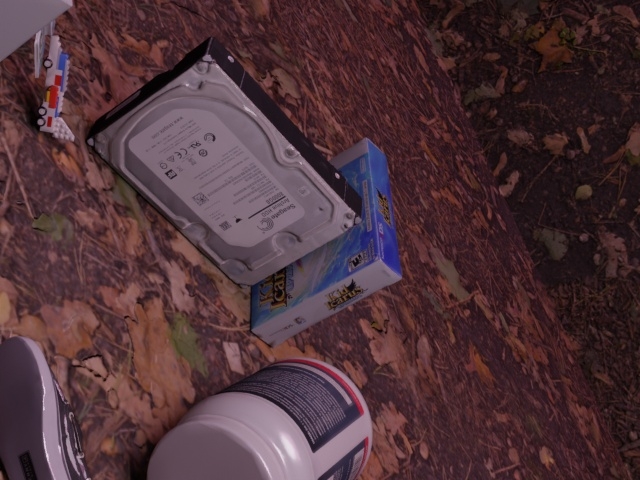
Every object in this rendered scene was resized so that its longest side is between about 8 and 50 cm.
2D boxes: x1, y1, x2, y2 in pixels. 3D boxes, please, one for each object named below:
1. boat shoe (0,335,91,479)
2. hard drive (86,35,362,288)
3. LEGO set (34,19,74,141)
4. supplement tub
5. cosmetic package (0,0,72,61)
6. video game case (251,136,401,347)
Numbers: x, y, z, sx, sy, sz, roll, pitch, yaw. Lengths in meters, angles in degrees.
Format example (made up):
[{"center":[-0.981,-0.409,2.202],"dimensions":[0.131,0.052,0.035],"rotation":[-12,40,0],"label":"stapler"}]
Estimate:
[{"center":[-0.275,0.209,1.024],"dimensions":[0.076,0.080,0.229],"rotation":[14,52,-65],"label":"boat shoe"},{"center":[-0.130,-0.096,1.425],"dimensions":[0.339,0.236,0.064],"rotation":[46,29,-29],"label":"hard drive"},{"center":[-0.330,-0.251,1.281],"dimensions":[0.060,0.244,0.183],"rotation":[9,64,-12],"label":"LEGO set"},{"center":[-0.066,0.261,1.214],"dimensions":[0.191,0.191,0.272],"rotation":[62,25,5],"label":"supplement tub"},{"center":[-0.413,-0.322,1.157],"dimensions":[0.138,0.224,0.224],"rotation":[31,39,-46],"label":"cosmetic package"},{"center":[0.000,0.000,1.552],"dimensions":[0.061,0.244,0.270],"rotation":[39,32,-35],"label":"video game case"}]
